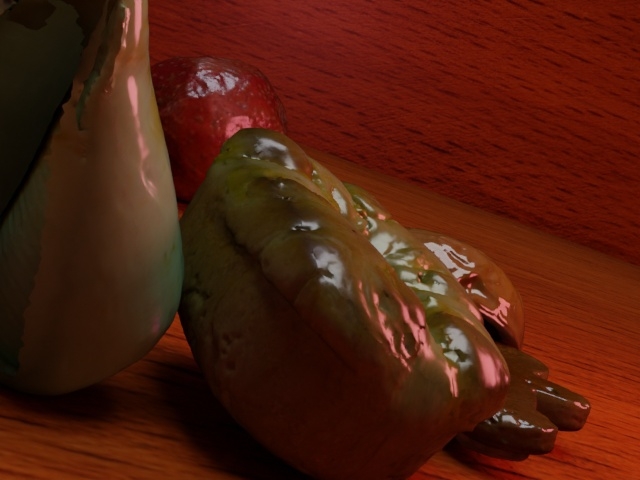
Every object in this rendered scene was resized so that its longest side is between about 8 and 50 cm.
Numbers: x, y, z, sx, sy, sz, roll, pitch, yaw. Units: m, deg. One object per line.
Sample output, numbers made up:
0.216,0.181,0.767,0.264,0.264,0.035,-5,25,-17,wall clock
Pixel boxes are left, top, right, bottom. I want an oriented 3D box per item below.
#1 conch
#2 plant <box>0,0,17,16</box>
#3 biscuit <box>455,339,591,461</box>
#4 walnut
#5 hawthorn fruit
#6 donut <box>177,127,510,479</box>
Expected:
-0.156,-0.031,0.640,0.137,0.250,0.143,-27,37,-26,conch
-0.417,-0.256,1.341,0.180,0.251,0.333,-22,17,-17,plant
0.125,0.123,0.967,0.197,0.049,0.301,22,9,13,biscuit
0.122,0.041,1.153,0.211,0.087,0.167,28,-14,-10,walnut
-0.164,-0.143,1.468,0.253,0.205,0.205,3,18,-43,hawthorn fruit
0.008,0.047,0.743,0.208,0.128,0.261,33,15,-27,donut
